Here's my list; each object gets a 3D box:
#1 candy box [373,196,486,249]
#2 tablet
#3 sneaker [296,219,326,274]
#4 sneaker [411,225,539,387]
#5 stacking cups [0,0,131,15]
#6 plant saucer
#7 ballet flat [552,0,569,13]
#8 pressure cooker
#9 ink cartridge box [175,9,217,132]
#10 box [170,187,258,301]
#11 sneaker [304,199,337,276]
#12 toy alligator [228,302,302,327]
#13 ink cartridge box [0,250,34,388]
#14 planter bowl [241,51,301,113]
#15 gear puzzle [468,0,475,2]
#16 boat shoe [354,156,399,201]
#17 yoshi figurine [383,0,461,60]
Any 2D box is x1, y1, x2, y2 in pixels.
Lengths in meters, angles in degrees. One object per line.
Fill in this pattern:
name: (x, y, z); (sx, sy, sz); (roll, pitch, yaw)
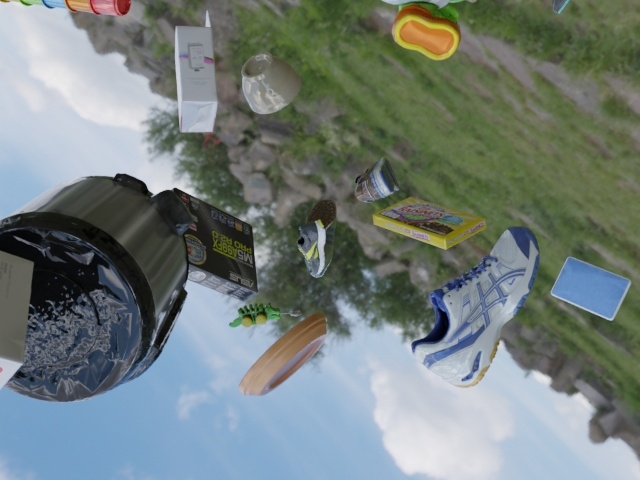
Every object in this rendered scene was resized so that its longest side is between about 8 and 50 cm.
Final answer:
candy box: (0.203, -0.037, 1.353); (0.105, 0.027, 0.206); (-23, -154, -29)
tablet: (0.328, 0.057, 0.865); (0.083, 0.054, 0.006); (27, -178, 41)
sneaker: (-0.013, 0.008, 0.907); (0.035, 0.083, 0.031); (-5, -144, -10)
sneaker: (0.258, 0.093, 1.191); (0.131, 0.296, 0.112); (28, 171, -6)
stacking cups: (-0.575, -0.550, 1.588); (0.316, 0.096, 0.096); (16, -174, 12)
plant saucer: (-0.058, 0.206, 1.251); (0.037, 0.200, 0.200); (45, -169, 14)
ballet flat: (0.646, -0.698, 1.751); (0.096, 0.280, 0.095); (39, -144, 1)
pressure cooker: (-0.449, 0.062, 1.391); (0.370, 0.375, 0.420); (8, -161, -1)
ink cartridge box: (-0.232, -0.313, 1.312); (0.067, 0.198, 0.115); (-2, 160, -14)
box: (-0.278, 0.013, 1.786); (0.270, 0.060, 0.216); (28, -139, -42)
sneaker: (0.000, 0.000, 1.632); (0.064, 0.086, 0.192); (3, -132, 11)
toy alligator: (-0.145, 0.182, 1.820); (0.056, 0.190, 0.051); (-96, -5, -75)
ink cartridge box: (-0.580, 0.111, 0.998); (0.270, 0.198, 0.197); (25, -146, -36)
planter bowl: (-0.148, -0.441, 1.934); (0.162, 0.162, 0.109); (46, 176, 44)
gear puzzle: (0.270, -0.602, 1.241); (0.175, 0.338, 0.044); (31, -149, 16)
boat shoe: (0.095, -0.105, 1.258); (0.066, 0.066, 0.183); (65, -165, -2)
yoshi figurine: (0.199, -0.426, 1.141); (0.203, 0.204, 0.362); (47, -154, -24)
